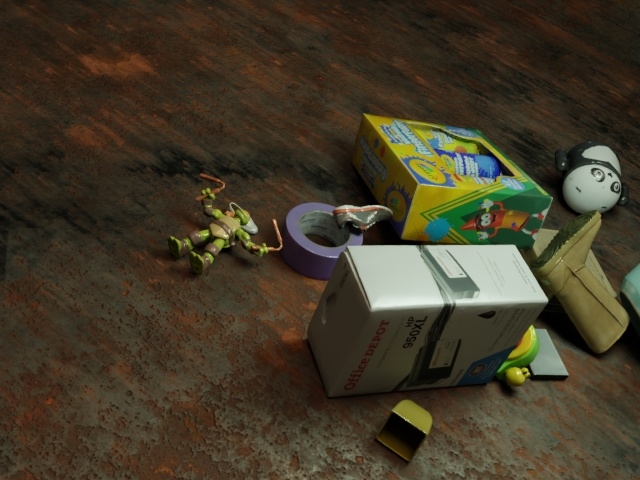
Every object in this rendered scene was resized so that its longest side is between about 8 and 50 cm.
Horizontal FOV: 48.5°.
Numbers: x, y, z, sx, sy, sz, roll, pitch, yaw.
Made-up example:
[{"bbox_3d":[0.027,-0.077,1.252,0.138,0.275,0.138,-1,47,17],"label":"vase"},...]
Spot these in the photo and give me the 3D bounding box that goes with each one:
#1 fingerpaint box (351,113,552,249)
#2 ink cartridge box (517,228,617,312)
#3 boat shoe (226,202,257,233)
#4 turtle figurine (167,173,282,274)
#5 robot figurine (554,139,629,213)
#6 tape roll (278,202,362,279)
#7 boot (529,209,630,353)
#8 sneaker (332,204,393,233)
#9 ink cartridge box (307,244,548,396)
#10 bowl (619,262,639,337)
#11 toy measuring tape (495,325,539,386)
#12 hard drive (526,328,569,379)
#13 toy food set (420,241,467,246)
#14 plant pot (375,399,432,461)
[{"bbox_3d":[0.325,-0.167,1.876,0.371,0.163,0.445,4,29,-18],"label":"fingerpaint box"},{"bbox_3d":[0.629,0.079,1.859,0.193,0.088,0.235,7,42,-16],"label":"ink cartridge box"},{"bbox_3d":[-0.187,-0.055,1.707,0.035,0.035,0.100,-24,57,-40],"label":"boat shoe"},{"bbox_3d":[-0.238,-0.024,1.612,0.269,0.087,0.217,43,52,12],"label":"turtle figurine"},{"bbox_3d":[0.834,-0.199,2.183,0.209,0.174,0.278,-3,34,23],"label":"robot figurine"},{"bbox_3d":[0.000,0.000,1.691,0.188,0.080,0.189,12,41,-11],"label":"tape roll"},{"bbox_3d":[0.656,0.096,1.715,0.236,0.089,0.269,-44,100,-6],"label":"boot"},{"bbox_3d":[0.102,-0.045,1.693,0.157,0.061,0.065,-1,72,-22],"label":"sneaker"},{"bbox_3d":[0.205,0.161,1.439,0.394,0.285,0.166,0,45,-22],"label":"ink cartridge box"},{"bbox_3d":[0.850,0.168,1.737,0.163,0.311,0.312,-27,45,11],"label":"bowl"},{"bbox_3d":[0.423,0.178,1.624,0.121,0.121,0.330,7,50,-16],"label":"toy measuring tape"},{"bbox_3d":[0.509,0.264,1.656,0.094,0.022,0.135,4,43,-18],"label":"hard drive"},{"bbox_3d":[0.333,0.059,1.784,0.217,0.071,0.128,2,68,-18],"label":"toy food set"},{"bbox_3d":[0.169,0.356,1.372,0.081,0.081,0.083,32,30,13],"label":"plant pot"}]
